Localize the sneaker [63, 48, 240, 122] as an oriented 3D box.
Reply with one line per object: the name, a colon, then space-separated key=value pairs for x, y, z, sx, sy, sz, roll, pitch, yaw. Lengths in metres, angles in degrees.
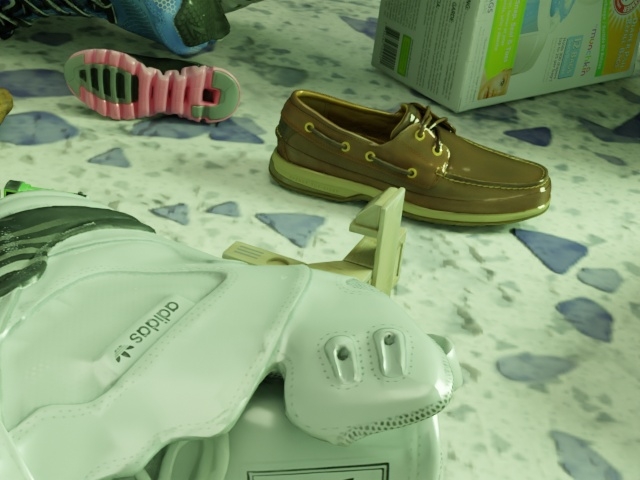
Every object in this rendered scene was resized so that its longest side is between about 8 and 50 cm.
sneaker: x=-0.116 y=-0.109 z=0.912 sx=0.119 sy=0.047 sz=0.057 roll=9 pitch=20 yaw=-12

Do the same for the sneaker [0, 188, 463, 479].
sneaker: x=-0.073 y=0.092 z=0.439 sx=0.210 sy=0.137 sz=0.366 roll=10 pitch=25 yaw=12

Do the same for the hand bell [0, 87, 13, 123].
hand bell: x=-0.238 y=-0.061 z=0.759 sx=0.126 sy=0.126 sz=0.242 roll=13 pitch=16 yaw=11

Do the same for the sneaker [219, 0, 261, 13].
sneaker: x=-0.037 y=-0.222 z=0.978 sx=0.290 sy=0.106 sz=0.123 roll=-22 pitch=39 yaw=34

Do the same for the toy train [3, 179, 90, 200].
toy train: x=-0.167 y=-0.021 z=0.751 sx=0.083 sy=0.024 sz=0.017 roll=8 pitch=28 yaw=1

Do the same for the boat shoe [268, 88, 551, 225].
boat shoe: x=0.057 y=-0.052 z=0.823 sx=0.178 sy=0.060 sz=0.064 roll=11 pitch=28 yaw=7

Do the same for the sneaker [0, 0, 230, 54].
sneaker: x=-0.196 y=-0.195 z=0.975 sx=0.147 sy=0.130 sz=0.330 roll=-44 pitch=48 yaw=-18

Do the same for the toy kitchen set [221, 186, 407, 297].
toy kitchen set: x=0.000 y=0.000 z=0.704 sx=0.075 sy=0.068 sz=0.083 roll=17 pitch=29 yaw=18

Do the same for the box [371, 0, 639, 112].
box: x=0.153 y=-0.182 z=1.032 sx=0.203 sy=0.114 sz=0.103 roll=-14 pitch=35 yaw=-37
